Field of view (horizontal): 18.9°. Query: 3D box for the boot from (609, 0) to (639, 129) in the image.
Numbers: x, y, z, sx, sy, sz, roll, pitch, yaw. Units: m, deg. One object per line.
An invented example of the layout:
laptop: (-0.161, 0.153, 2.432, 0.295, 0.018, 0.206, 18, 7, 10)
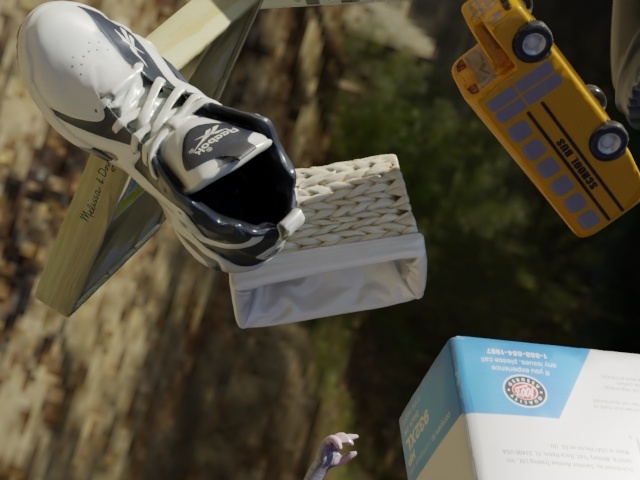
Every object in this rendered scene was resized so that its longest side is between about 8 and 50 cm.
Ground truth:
boot: (0.234, -0.362, 1.576, 0.445, 0.146, 0.367, 62, -20, 25)

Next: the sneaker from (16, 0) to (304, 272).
sneaker: (-0.097, -0.076, 1.281, 0.094, 0.235, 0.153, -41, -169, -21)

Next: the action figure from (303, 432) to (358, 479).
action figure: (0.050, 0.368, 2.023, 0.276, 0.248, 0.370, -58, 173, -15)

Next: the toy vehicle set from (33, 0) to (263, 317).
toy vehicle set: (-0.137, -0.077, 1.547, 0.166, 0.035, 0.267, -49, 169, -53)

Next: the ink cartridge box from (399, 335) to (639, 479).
ink cartridge box: (0.197, 0.239, 1.430, 0.129, 0.223, 0.307, 119, -29, -47)

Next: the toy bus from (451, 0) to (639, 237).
toy bus: (0.269, -0.162, 2.325, 0.130, 0.333, 0.108, -35, -147, 12)

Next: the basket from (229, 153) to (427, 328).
basket: (0.000, 0.000, 1.648, 0.113, 0.167, 0.103, 86, -7, -68)

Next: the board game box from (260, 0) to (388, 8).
board game box: (0.031, -0.316, 1.609, 0.097, 0.303, 0.224, -23, 109, -37)
